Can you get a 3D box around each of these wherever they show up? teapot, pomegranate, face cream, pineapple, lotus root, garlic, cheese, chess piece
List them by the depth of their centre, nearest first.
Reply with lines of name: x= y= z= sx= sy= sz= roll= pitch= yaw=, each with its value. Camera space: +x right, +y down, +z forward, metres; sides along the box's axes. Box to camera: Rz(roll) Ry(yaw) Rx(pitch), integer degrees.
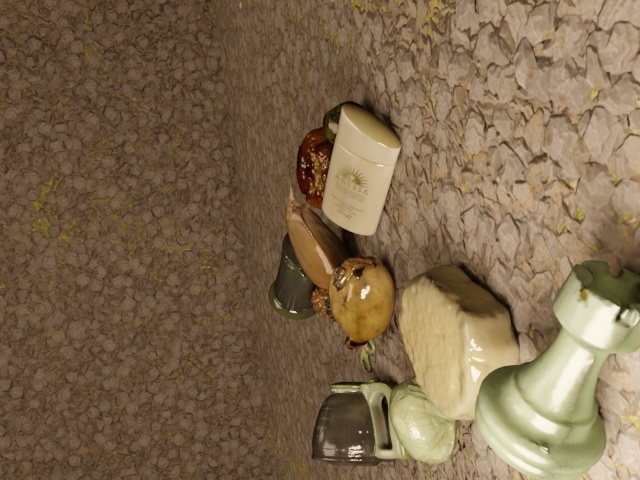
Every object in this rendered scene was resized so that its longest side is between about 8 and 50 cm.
chess piece: x=0.356 y=0.178 z=0.869 sx=0.194 sy=0.195 sz=0.298 roll=-120 pitch=37 yaw=-50
cheese: x=0.270 y=0.198 z=1.235 sx=0.326 sy=0.115 sz=0.317 roll=120 pitch=139 yaw=-61
face cream: x=0.101 y=-0.171 z=1.565 sx=0.174 sy=0.081 sz=0.348 roll=31 pitch=140 yaw=16
pomegranate: x=0.069 y=-0.286 z=1.614 sx=0.138 sy=0.126 sz=0.163 roll=27 pitch=125 yaw=55
lotus root: x=0.109 y=0.179 z=1.639 sx=0.182 sy=0.183 sz=0.309 roll=-123 pitch=27 yaw=-53
teapot: x=0.102 y=0.513 z=1.723 sx=0.321 sy=0.240 sz=0.239 roll=121 pitch=151 yaw=-71
garlic: x=-0.008 y=-0.008 z=1.848 sx=0.338 sy=0.151 sz=0.196 roll=61 pitch=166 yaw=0
pineapple: x=0.058 y=0.196 z=1.878 sx=0.248 sy=0.128 sz=0.128 roll=-165 pitch=68 yaw=-70
teapot: x=-0.056 y=0.082 z=2.109 sx=0.337 sy=0.201 sz=0.270 roll=107 pitch=176 yaw=-50

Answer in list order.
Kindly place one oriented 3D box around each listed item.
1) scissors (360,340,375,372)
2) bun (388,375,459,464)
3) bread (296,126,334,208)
scissors: x=0.122 y=0.309 z=1.900 sx=0.187 sy=0.020 sz=0.133 roll=-122 pitch=32 yaw=-48
bun: x=0.242 y=0.400 z=1.360 sx=0.195 sy=0.118 sz=0.195 roll=48 pitch=-154 yaw=-33
bread: x=0.025 y=-0.209 z=1.775 sx=0.232 sy=0.135 sz=0.246 roll=44 pitch=139 yaw=42
